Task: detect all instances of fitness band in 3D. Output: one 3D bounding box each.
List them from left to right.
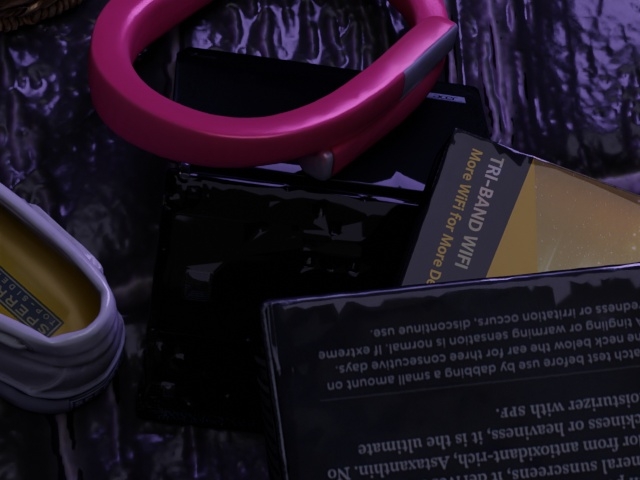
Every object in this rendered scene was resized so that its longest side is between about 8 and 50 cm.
[{"bbox_3d":[-0.030,-0.141,1.066,0.209,0.054,0.291,30,47,22],"label":"fitness band"}]

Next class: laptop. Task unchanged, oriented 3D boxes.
[{"bbox_3d":[0.000,0.000,1.068,0.234,0.136,0.264,7,89,-7],"label":"laptop"}]

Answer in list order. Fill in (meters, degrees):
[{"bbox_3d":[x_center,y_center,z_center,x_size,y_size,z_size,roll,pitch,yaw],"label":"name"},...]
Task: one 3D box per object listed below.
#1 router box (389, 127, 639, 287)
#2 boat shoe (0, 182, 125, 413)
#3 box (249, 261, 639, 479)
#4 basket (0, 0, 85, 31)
[{"bbox_3d":[0.143,0.116,0.955,0.243,0.081,0.309,19,81,-1],"label":"router box"},{"bbox_3d":[-0.277,-0.036,0.949,0.367,0.156,0.136,39,64,8],"label":"boat shoe"},{"bbox_3d":[0.068,0.169,0.749,0.182,0.296,0.294,-5,87,-3],"label":"box"},{"bbox_3d":[-0.331,-0.273,1.089,0.213,0.223,0.299,-32,72,12],"label":"basket"}]
